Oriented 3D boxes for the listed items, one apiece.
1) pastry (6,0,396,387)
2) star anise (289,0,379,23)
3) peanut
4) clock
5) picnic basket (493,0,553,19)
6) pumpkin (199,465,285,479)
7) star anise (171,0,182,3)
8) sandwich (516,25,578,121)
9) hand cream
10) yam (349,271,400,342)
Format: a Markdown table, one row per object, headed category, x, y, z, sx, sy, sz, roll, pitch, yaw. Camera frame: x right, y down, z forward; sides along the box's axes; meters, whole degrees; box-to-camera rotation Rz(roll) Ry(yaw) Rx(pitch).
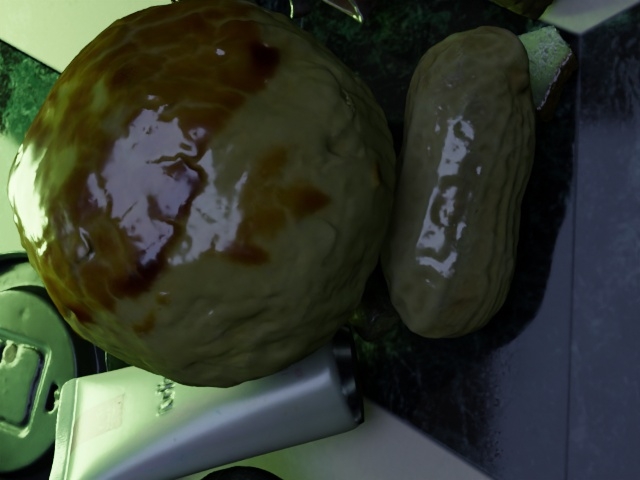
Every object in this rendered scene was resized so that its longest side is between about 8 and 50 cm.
| category | x | y | z | sx | sy | sz | roll | pitch | yaw |
| --- | --- | --- | --- | --- | --- | --- | --- | --- | --- |
| pastry | -0.123 | -0.053 | 1.038 | 0.388 | 0.312 | 0.389 | -17 | 63 | 38 |
| star anise | -0.021 | -0.354 | 1.226 | 0.257 | 0.110 | 0.199 | 20 | 111 | 51 |
| peanut | 0.135 | -0.059 | 1.079 | 0.152 | 0.152 | 0.313 | 13 | 98 | 28 |
| clock | -0.376 | 0.176 | 1.345 | 0.325 | 0.067 | 0.325 | -5 | 79 | 26 |
| picnic basket | 0.178 | -0.315 | 1.094 | 0.137 | 0.178 | 0.128 | 37 | 100 | 26 |
| pumpkin | -0.078 | 0.322 | 1.132 | 0.167 | 0.125 | 0.167 | 0 | 113 | 0 |
| star anise | -0.158 | -0.286 | 1.324 | 0.097 | 0.070 | 0.191 | -2 | 77 | -1 |
| sandwich | 0.214 | -0.185 | 1.134 | 0.104 | 0.035 | 0.093 | 26 | 94 | 29 |
| hand cream | -0.127 | 0.179 | 1.156 | 0.358 | 0.118 | 0.186 | -16 | 45 | 10 |
| yam | 0.000 | 0.000 | 1.194 | 0.061 | 0.061 | 0.253 | -42 | 65 | 14 |
